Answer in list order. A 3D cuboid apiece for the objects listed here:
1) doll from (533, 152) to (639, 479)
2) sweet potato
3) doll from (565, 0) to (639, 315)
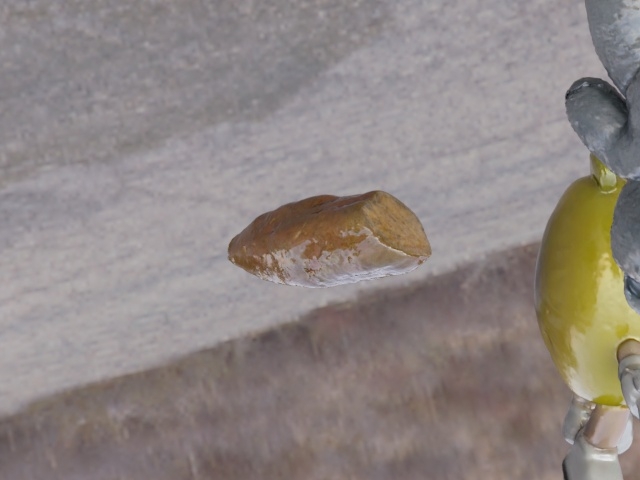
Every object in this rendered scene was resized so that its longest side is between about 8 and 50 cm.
[{"bbox_3d":[0.345,0.136,1.520,0.161,0.348,0.423,-4,147,0],"label":"doll"},{"bbox_3d":[0.000,0.000,1.235,0.097,0.097,0.252,-3,179,-45],"label":"sweet potato"},{"bbox_3d":[0.344,-0.106,1.125,0.246,0.340,0.158,-11,-178,41],"label":"doll"}]
